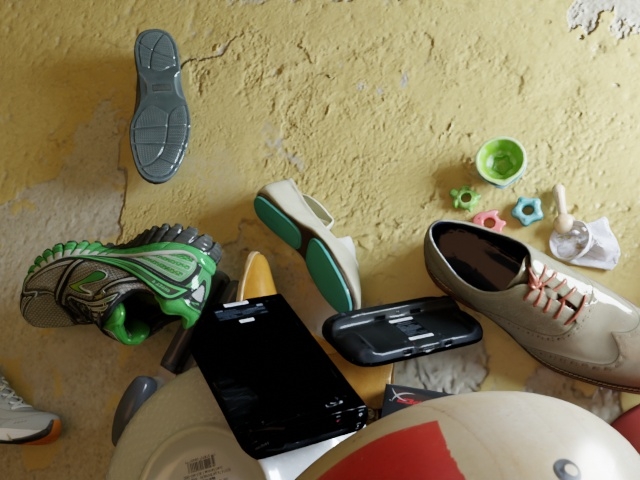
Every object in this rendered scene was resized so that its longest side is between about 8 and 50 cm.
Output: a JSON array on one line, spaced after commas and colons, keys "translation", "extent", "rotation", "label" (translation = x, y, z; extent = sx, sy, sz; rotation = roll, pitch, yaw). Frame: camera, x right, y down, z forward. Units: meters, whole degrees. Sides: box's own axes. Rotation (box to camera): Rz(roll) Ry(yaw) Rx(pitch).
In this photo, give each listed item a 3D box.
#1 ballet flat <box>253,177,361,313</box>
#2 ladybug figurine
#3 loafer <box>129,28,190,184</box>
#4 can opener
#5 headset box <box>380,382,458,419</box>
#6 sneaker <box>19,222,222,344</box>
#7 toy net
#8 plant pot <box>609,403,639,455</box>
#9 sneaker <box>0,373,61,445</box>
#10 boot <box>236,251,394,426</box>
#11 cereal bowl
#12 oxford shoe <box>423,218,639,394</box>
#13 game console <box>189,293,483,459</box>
[{"translation": [0.000, 0.000, 0.963], "extent": [0.086, 0.086, 0.248], "rotation": [-42, 65, 3], "label": "ballet flat"}, {"translation": [0.085, 0.321, 0.559], "extent": [0.305, 0.162, 0.449], "rotation": [45, 104, 2], "label": "ladybug figurine"}, {"translation": [-0.267, -0.215, 1.120], "extent": [0.096, 0.084, 0.267], "rotation": [0, 76, -14], "label": "loafer"}, {"translation": [-0.202, 0.174, 0.966], "extent": [0.076, 0.095, 0.283], "rotation": [25, 84, 22], "label": "can opener"}, {"translation": [0.168, 0.334, 0.791], "extent": [0.218, 0.110, 0.293], "rotation": [5, 76, 20], "label": "headset box"}, {"translation": [-0.311, 0.079, 0.973], "extent": [0.344, 0.134, 0.146], "rotation": [-14, 48, 26], "label": "sneaker"}, {"translation": [0.286, -0.033, 0.893], "extent": [0.122, 0.045, 0.232], "rotation": [-47, 67, 0], "label": "toy net"}, {"translation": [0.409, 0.282, 0.657], "extent": [0.275, 0.243, 0.274], "rotation": [-5, 73, 16], "label": "plant pot"}, {"translation": [-0.517, 0.251, 1.049], "extent": [0.263, 0.099, 0.120], "rotation": [2, 71, 17], "label": "sneaker"}, {"translation": [-0.005, 0.156, 0.915], "extent": [0.212, 0.104, 0.294], "rotation": [-3, 78, 11], "label": "boot"}, {"translation": [-0.104, 0.294, 0.755], "extent": [0.339, 0.141, 0.338], "rotation": [-5, 73, 16], "label": "cereal bowl"}, {"translation": [0.272, 0.079, 0.819], "extent": [0.348, 0.130, 0.122], "rotation": [26, 84, 23], "label": "oxford shoe"}, {"translation": [0.041, 0.129, 0.793], "extent": [0.213, 0.362, 0.043], "rotation": [48, 137, 48], "label": "game console"}]
